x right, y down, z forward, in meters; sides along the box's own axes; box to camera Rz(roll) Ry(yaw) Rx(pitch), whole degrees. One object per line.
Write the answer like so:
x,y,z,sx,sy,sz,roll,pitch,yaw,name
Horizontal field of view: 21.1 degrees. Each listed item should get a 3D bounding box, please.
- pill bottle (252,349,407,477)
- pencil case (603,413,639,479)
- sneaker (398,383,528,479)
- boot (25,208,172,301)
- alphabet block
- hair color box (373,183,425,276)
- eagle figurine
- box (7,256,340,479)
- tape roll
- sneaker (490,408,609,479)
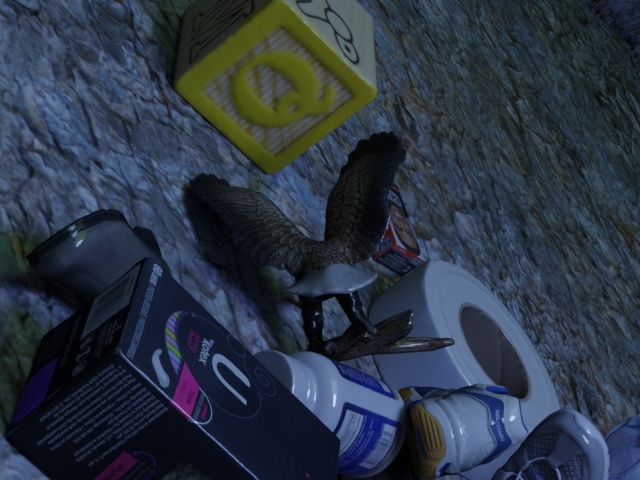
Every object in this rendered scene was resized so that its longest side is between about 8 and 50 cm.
-0.004,0.178,1.805,0.186,0.112,0.112,27,34,-47,pill bottle
0.522,0.376,2.529,0.273,0.113,0.124,45,46,-22,pencil case
0.161,0.215,1.937,0.296,0.131,0.112,-176,-106,-87,sneaker
-0.177,0.062,1.645,0.161,0.083,0.246,59,12,13,boot
-0.056,-0.241,2.199,0.192,0.193,0.197,41,26,-24,alphabet block
0.090,-0.026,2.364,0.072,0.043,0.141,30,33,-46,hair color box
-0.006,0.005,1.968,0.226,0.225,0.298,10,58,-45,eagle figurine
-0.122,0.177,1.538,0.270,0.143,0.165,45,24,-20,box
0.187,0.166,2.206,0.286,0.100,0.286,41,26,-26,tape roll
0.210,0.302,1.842,0.105,0.281,0.115,41,29,20,sneaker
